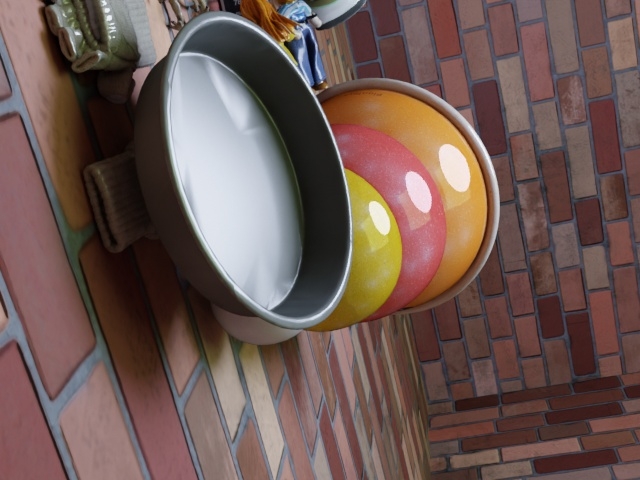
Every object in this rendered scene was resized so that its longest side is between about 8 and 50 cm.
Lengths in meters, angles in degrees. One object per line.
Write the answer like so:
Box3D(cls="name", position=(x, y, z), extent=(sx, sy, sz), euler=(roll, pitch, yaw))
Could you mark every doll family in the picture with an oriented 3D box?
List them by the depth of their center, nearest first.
Box3D(cls="doll family", position=(-0.048, -0.268, 1.132), extent=(0.263, 0.118, 0.163), euler=(-44, 122, -50))

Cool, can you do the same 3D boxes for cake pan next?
Box3D(cls="cake pan", position=(-0.064, -0.059, 0.767), extent=(0.293, 0.054, 0.293), euler=(37, 45, -49))

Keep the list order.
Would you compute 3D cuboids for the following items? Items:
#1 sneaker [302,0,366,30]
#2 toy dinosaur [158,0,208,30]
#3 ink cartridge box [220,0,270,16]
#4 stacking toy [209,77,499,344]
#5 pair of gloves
Box3D(cls="sneaker", position=(-0.049, -0.547, 1.369), extent=(0.410, 0.158, 0.182), euler=(64, 5, 25))
Box3D(cls="toy dinosaur", position=(-0.153, -0.288, 0.948), extent=(0.183, 0.053, 0.092), euler=(53, 26, -69))
Box3D(cls="ink cartridge box", position=(-0.106, -0.359, 1.275), extent=(0.165, 0.065, 0.332), euler=(-49, 126, -77))
Box3D(cls="stacking toy", position=(0.000, 0.000, 1.049), extent=(0.480, 0.351, 0.350), euler=(-35, 115, -59))
Box3D(cls="pair of gloves", position=(-0.162, -0.119, 0.738), extent=(0.204, 0.042, 0.240), euler=(-38, 116, -79))
